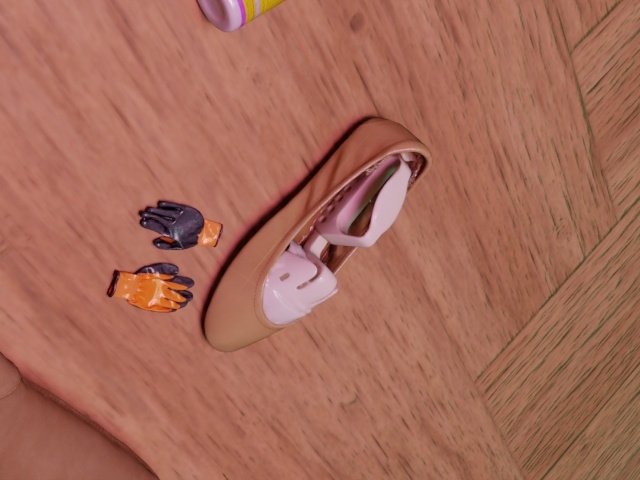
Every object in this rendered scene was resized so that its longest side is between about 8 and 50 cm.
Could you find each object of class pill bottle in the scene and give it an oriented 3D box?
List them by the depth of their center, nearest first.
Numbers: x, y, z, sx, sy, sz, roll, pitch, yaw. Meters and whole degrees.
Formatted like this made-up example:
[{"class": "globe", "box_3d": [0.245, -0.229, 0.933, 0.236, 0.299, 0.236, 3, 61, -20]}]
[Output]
[{"class": "pill bottle", "box_3d": [-0.040, -0.176, 0.650, 0.083, 0.043, 0.043, -36, 131, -22]}]

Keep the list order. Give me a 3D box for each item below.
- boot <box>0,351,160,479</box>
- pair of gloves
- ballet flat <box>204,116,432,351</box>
[{"class": "boot", "box_3d": [-0.240, 0.188, 0.631, 0.236, 0.089, 0.269, -43, 134, -16]}, {"class": "pair of gloves", "box_3d": [-0.111, 0.013, 0.709, 0.074, 0.010, 0.083, 18, 98, -45]}, {"class": "ballet flat", "box_3d": [0.000, 0.000, 0.755, 0.232, 0.073, 0.080, -52, 135, -7]}]
